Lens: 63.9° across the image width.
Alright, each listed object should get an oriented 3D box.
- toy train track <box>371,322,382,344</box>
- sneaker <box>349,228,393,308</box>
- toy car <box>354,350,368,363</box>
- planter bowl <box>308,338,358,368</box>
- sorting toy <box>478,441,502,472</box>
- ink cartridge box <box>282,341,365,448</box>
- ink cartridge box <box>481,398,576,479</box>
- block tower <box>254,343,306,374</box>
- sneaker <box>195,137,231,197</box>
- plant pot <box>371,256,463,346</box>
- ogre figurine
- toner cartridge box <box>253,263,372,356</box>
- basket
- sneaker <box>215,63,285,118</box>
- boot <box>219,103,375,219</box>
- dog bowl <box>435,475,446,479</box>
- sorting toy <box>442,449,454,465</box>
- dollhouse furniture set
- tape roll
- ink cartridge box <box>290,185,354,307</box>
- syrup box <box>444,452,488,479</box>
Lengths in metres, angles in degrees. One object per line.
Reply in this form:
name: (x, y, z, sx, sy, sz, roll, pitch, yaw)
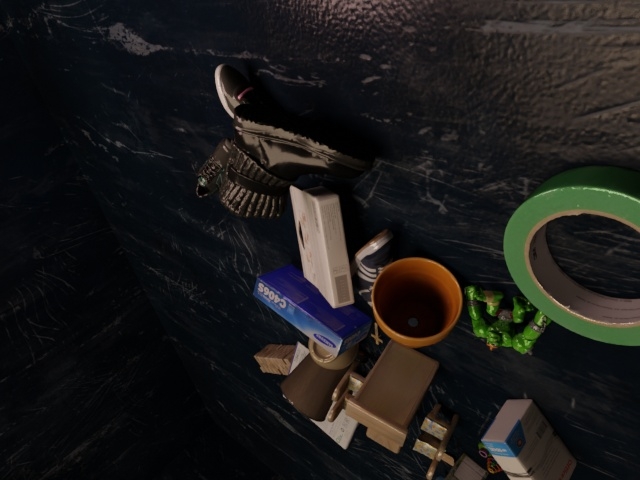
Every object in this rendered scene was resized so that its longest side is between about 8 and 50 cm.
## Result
toy train track: (0.176, 0.284, 1.573, 0.048, 0.014, 0.083, 28, 136, 43)
sneaker: (0.156, 0.083, 1.309, 0.153, 0.099, 0.282, 50, 155, 10)
toy car: (0.127, 0.349, 1.696, 0.040, 0.060, 0.121, -90, -4, -71)
planter bowl: (0.030, 0.331, 1.620, 0.162, 0.162, 0.109, 38, -174, 19)
sorting toy: (0.498, 0.645, 1.508, 0.102, 0.042, 0.061, 53, 148, -3)
ink cartridge box: (0.024, 0.566, 1.920, 0.330, 0.071, 0.323, 35, 129, 25)
ink cartridge box: (0.513, 0.518, 1.260, 0.203, 0.148, 0.086, 54, 147, -5)
block tower: (-0.157, 0.493, 2.128, 0.336, 0.091, 0.097, -19, 107, 56)
sneaker: (-0.322, -0.213, 1.605, 0.101, 0.106, 0.267, 48, 147, 7)
plant pot: (0.227, 0.172, 1.243, 0.205, 0.205, 0.188, 36, 160, 23)
ogre figurine: (0.400, 0.175, 1.114, 0.197, 0.097, 0.118, 7, 111, 29)
toner cartridge box: (-0.028, 0.207, 1.593, 0.348, 0.165, 0.075, 33, 122, 28)
basket: (-0.003, 0.459, 1.751, 0.204, 0.226, 0.154, 38, -169, 34)
sneaker: (-0.138, -0.319, 1.277, 0.147, 0.104, 0.295, -2, 127, 50)
boot: (-0.064, -0.152, 1.206, 0.348, 0.131, 0.260, 20, 124, 9)
dog bowl: (0.460, 0.951, 1.767, 0.074, 0.166, 0.297, -3, 120, 39)
sorting toy: (0.420, 0.715, 1.705, 0.062, 0.012, 0.083, 25, 144, 42)
dollhouse furniture set: (0.196, 0.529, 1.514, 0.362, 0.256, 0.393, 25, 135, 21)
tape roll: (0.481, 0.031, 0.877, 0.321, 0.077, 0.321, 32, 144, 27)
ink cartridge box: (0.000, 0.000, 1.394, 0.261, 0.066, 0.295, -140, 39, -67)
syrup box: (0.410, 0.785, 1.577, 0.093, 0.237, 0.096, 36, 145, 22)
